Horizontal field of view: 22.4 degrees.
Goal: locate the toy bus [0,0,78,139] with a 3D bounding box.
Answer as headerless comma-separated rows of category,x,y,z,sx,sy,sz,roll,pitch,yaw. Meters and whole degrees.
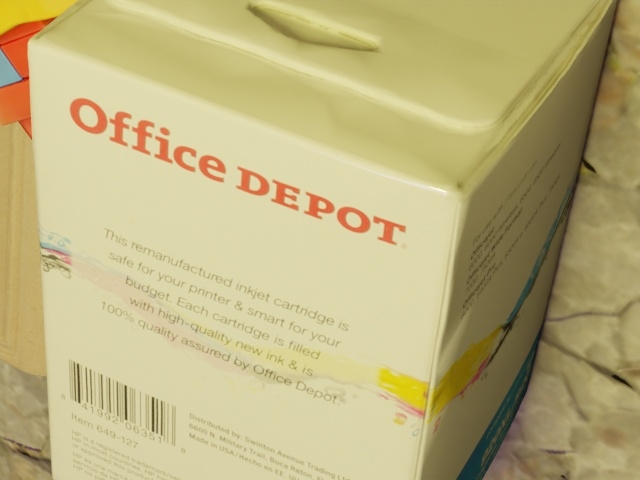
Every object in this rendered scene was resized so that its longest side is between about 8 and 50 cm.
toy bus,-0.127,-0.143,0.658,0.220,0.149,0.211,-16,119,38

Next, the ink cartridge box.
ink cartridge box,0.000,0.000,0.664,0.171,0.168,0.233,21,132,17

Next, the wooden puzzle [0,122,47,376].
wooden puzzle,-0.226,-0.051,0.868,0.238,0.044,0.221,22,132,12
